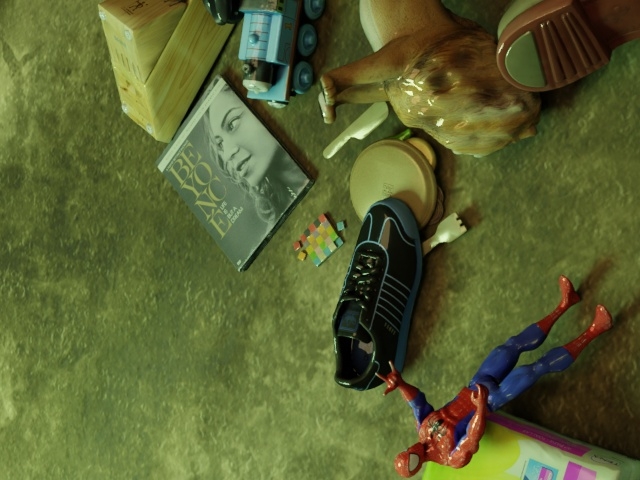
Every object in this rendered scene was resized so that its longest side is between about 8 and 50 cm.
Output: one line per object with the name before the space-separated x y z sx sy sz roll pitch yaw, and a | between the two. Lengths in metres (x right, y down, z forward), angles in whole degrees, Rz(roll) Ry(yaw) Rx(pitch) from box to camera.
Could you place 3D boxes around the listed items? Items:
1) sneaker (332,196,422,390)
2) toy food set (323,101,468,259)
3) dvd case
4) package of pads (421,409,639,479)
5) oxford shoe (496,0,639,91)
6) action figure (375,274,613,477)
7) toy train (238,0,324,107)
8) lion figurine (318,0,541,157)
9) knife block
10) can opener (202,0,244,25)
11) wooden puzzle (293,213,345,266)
sneaker | 0.062 0.066 1.532 0.081 0.090 0.232 7 98 35
toy food set | 0.095 -0.065 1.571 0.132 0.038 0.192 -38 77 33
dvd case | -0.120 -0.093 1.734 0.164 0.018 0.221 -51 60 22
package of pads | 0.203 0.346 1.417 0.229 0.101 0.296 18 96 35
oxford shoe | 0.341 -0.285 1.357 0.348 0.123 0.130 -20 38 18
action figure | 0.173 0.136 1.359 0.280 0.139 0.091 -43 49 -6
toy train | -0.057 -0.264 1.647 0.080 0.105 0.184 11 92 36
lion figurine | 0.090 -0.264 1.495 0.240 0.142 0.392 -17 73 -5
knife block | -0.170 -0.300 1.753 0.088 0.242 0.276 40 151 36
can opener | -0.119 -0.366 1.632 0.073 0.059 0.186 -165 74 -64
wooden puzzle | 0.000 0.000 1.647 0.083 0.006 0.049 -44 63 25
